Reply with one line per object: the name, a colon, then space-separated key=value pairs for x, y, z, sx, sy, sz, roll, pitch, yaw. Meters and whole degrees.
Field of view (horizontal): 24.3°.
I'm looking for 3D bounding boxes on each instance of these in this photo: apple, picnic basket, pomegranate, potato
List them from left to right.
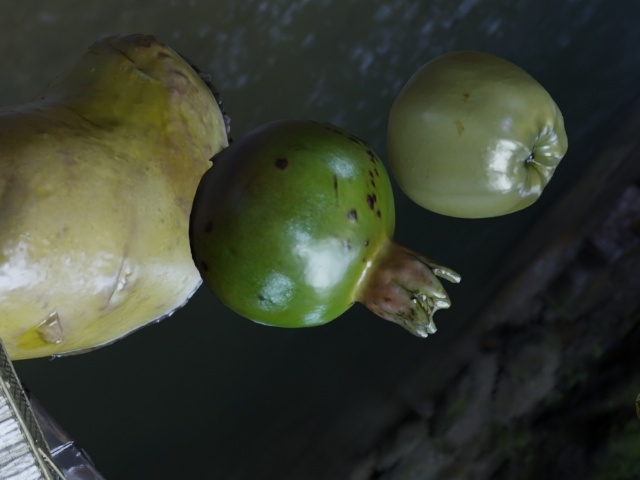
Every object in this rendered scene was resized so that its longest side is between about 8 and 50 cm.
picnic basket: x=-0.264 y=0.138 z=1.066 sx=0.115 sy=0.164 sz=0.079 roll=-24 pitch=-167 yaw=-5
potato: x=-0.263 y=-0.055 z=1.523 sx=0.397 sy=0.290 sz=0.296 roll=-50 pitch=166 yaw=-3
pomegranate: x=0.000 y=0.000 z=1.064 sx=0.159 sy=0.205 sz=0.159 roll=-52 pitch=163 yaw=-23
apple: x=0.164 y=-0.112 z=1.611 sx=0.200 sy=0.200 sz=0.200 roll=-44 pitch=166 yaw=-14

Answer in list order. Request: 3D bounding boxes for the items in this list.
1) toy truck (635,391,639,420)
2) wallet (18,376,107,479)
toy truck: x=0.382 y=0.154 z=1.398 sx=0.227 sy=0.098 sz=0.114 roll=134 pitch=-36 yaw=-62
wallet: x=-0.395 y=0.273 z=1.852 sx=0.165 sy=0.309 sz=0.042 roll=-41 pitch=-161 yaw=-12
